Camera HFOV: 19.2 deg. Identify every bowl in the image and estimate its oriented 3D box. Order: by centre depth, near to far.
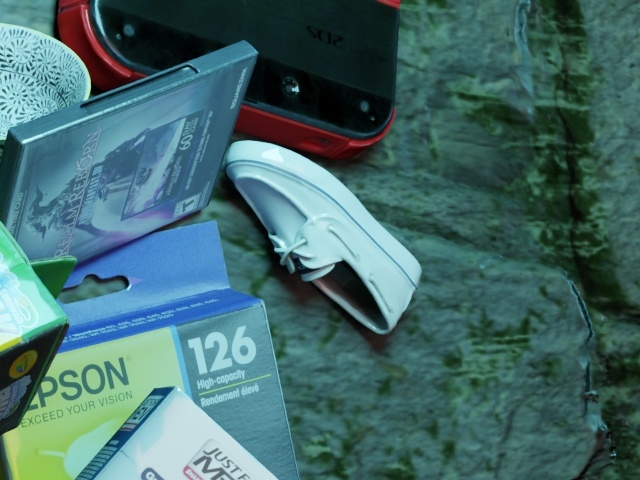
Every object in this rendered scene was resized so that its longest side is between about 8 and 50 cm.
[{"bbox_3d":[-0.289,-0.111,1.653,0.170,0.170,0.080,-26,142,-37],"label":"bowl"}]

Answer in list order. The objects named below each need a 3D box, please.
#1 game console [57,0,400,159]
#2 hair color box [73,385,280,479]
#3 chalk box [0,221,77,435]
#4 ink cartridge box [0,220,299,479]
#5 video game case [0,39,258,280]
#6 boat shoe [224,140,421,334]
[{"bbox_3d":[-0.077,-0.278,1.882,0.386,0.060,0.342,15,69,-35],"label":"game console"},{"bbox_3d":[-0.181,0.306,1.578,0.174,0.105,0.347,44,77,-7],"label":"hair color box"},{"bbox_3d":[-0.331,0.072,1.513,0.289,0.180,0.179,-27,70,-38],"label":"chalk box"},{"bbox_3d":[-0.170,0.154,1.728,0.303,0.072,0.307,-13,94,-36],"label":"ink cartridge box"},{"bbox_3d":[-0.181,-0.062,1.682,0.026,0.196,0.274,42,45,22],"label":"video game case"},{"bbox_3d":[0.000,0.000,1.863,0.258,0.095,0.084,37,58,-26],"label":"boat shoe"}]
